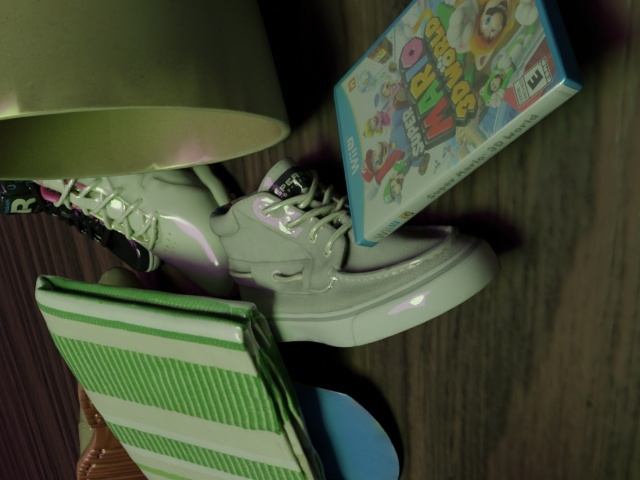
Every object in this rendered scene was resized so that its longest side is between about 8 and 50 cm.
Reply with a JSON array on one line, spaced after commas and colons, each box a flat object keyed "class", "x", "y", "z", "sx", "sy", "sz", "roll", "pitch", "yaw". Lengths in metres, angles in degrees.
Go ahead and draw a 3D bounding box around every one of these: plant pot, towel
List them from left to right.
[{"class": "plant pot", "x": -0.163, "y": -0.195, "z": 0.515, "sx": 0.256, "sy": 0.256, "sz": 0.274, "roll": -8, "pitch": 88, "yaw": 52}, {"class": "towel", "x": -0.107, "y": 0.165, "z": 0.683, "sx": 0.247, "sy": 0.038, "sz": 0.325, "roll": 5, "pitch": 133, "yaw": 29}]

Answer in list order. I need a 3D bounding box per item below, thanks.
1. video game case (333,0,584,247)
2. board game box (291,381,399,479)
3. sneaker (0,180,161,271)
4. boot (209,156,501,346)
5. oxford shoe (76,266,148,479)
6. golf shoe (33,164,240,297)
[{"class": "video game case", "x": 0.062, "y": -0.084, "z": 0.416, "sx": 0.166, "sy": 0.015, "sz": 0.119, "roll": -40, "pitch": 49, "yaw": 48}, {"class": "board game box", "x": -0.004, "y": 0.161, "z": 0.672, "sx": 0.168, "sy": 0.033, "sz": 0.133, "roll": 7, "pitch": 129, "yaw": 27}, {"class": "sneaker", "x": -0.275, "y": -0.033, "z": 0.817, "sx": 0.217, "sy": 0.121, "sz": 0.079, "roll": 50, "pitch": 142, "yaw": 17}, {"class": "boot", "x": 0.000, "y": 0.000, "z": 0.528, "sx": 0.258, "sy": 0.095, "sz": 0.123, "roll": -17, "pitch": 104, "yaw": 54}, {"class": "oxford shoe", "x": -0.224, "y": 0.190, "z": 0.914, "sx": 0.397, "sy": 0.140, "sz": 0.147, "roll": 110, "pitch": 150, "yaw": -46}, {"class": "golf shoe", "x": -0.187, "y": -0.049, "z": 0.691, "sx": 0.306, "sy": 0.140, "sz": 0.115, "roll": 45, "pitch": 138, "yaw": 21}]
